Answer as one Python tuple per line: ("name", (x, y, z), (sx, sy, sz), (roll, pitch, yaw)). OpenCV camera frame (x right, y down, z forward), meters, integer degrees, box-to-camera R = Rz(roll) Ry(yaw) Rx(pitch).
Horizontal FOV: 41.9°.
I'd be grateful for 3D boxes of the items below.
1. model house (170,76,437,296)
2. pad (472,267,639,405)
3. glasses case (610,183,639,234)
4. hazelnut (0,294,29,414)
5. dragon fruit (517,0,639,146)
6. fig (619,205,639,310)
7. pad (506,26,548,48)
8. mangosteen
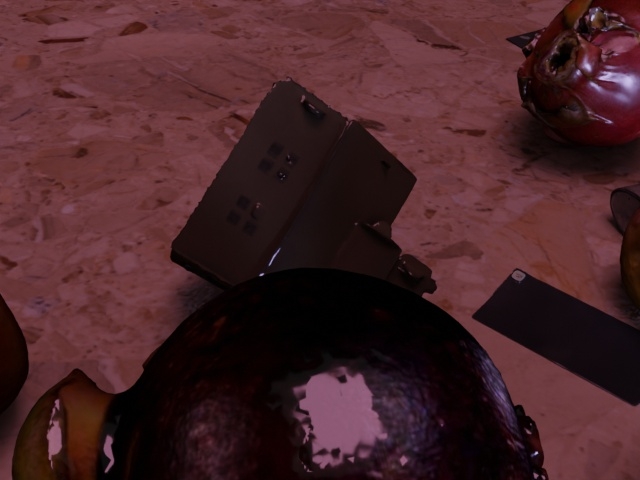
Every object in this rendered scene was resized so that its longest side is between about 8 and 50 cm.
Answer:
("model house", (0.000, 0.000, 0.863), (0.243, 0.204, 0.211), (31, 83, -4))
("pad", (0.275, 0.099, 0.913), (0.193, 0.004, 0.116), (30, 44, 25))
("glasses case", (0.527, -0.049, 1.096), (0.299, 0.060, 0.114), (-12, 47, -23))
("hazelnut", (-0.351, 0.090, 0.698), (0.204, 0.178, 0.178), (-22, 37, 13))
("dragon fruit", (0.409, -0.243, 1.181), (0.250, 0.250, 0.315), (25, 1, 21))
("fig", (0.417, 0.070, 0.889), (0.159, 0.159, 0.257), (0, 58, -9))
("pad", (0.474, -0.325, 1.485), (0.170, 0.006, 0.245), (-20, 45, -32))
("mangosteen", (-0.031, 0.176, 0.539), (0.346, 0.307, 0.307), (-10, 39, 4))
